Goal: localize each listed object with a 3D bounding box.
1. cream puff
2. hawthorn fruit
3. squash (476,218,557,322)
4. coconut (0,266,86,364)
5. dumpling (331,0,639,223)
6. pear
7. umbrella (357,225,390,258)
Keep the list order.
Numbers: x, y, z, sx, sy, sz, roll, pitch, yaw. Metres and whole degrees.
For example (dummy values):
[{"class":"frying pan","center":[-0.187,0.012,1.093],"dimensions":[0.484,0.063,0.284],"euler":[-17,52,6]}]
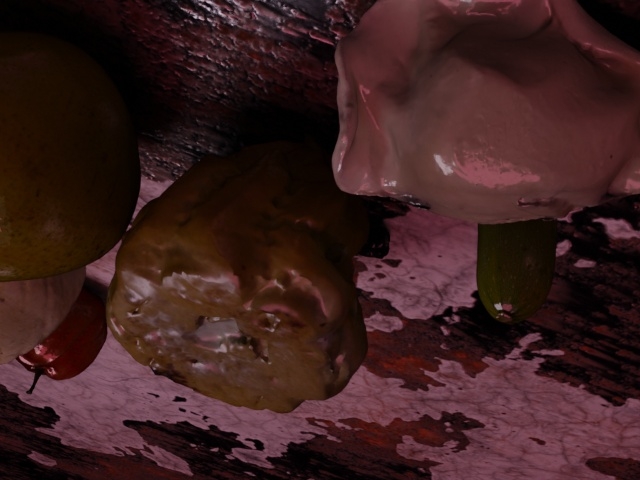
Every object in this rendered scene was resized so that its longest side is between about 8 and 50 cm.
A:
[{"class":"cream puff","center":[-0.076,0.029,0.927],"dimensions":[0.290,0.257,0.325],"euler":[5,141,20]},{"class":"hawthorn fruit","center":[-0.443,0.165,1.314],"dimensions":[0.156,0.194,0.157],"euler":[17,155,8]},{"class":"squash","center":[0.211,0.012,0.858],"dimensions":[0.095,0.188,0.095],"euler":[8,144,6]},{"class":"coconut","center":[-0.484,0.019,1.060],"dimensions":[0.328,0.329,0.329],"euler":[10,145,7]},{"class":"dumpling","center":[0.168,-0.134,0.736],"dimensions":[0.317,0.187,0.243],"euler":[-3,102,12]},{"class":"pear","center":[-0.337,-0.086,0.861],"dimensions":[0.294,0.294,0.294],"euler":[10,145,7]},{"class":"umbrella","center":[0.000,0.000,1.049],"dimensions":[0.188,0.046,0.050],"euler":[-1,112,24]}]
